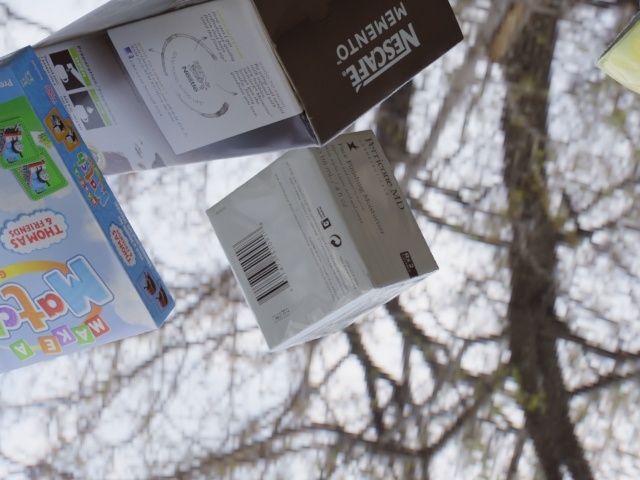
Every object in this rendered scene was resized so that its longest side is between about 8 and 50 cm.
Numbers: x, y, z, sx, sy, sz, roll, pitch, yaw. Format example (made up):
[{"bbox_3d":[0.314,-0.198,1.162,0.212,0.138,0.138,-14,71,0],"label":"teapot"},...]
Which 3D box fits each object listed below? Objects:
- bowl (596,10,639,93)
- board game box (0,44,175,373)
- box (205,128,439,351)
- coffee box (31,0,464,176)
[{"bbox_3d":[0.345,-0.180,1.110,0.156,0.289,0.289,41,-131,2],"label":"bowl"},{"bbox_3d":[-0.219,-0.014,1.118,0.160,0.211,0.039,-17,-156,26],"label":"board game box"},{"bbox_3d":[0.000,0.000,1.751,0.119,0.182,0.181,-15,-104,-49],"label":"box"},{"bbox_3d":[-0.066,-0.142,1.186,0.168,0.119,0.297,-38,-160,-35],"label":"coffee box"}]
